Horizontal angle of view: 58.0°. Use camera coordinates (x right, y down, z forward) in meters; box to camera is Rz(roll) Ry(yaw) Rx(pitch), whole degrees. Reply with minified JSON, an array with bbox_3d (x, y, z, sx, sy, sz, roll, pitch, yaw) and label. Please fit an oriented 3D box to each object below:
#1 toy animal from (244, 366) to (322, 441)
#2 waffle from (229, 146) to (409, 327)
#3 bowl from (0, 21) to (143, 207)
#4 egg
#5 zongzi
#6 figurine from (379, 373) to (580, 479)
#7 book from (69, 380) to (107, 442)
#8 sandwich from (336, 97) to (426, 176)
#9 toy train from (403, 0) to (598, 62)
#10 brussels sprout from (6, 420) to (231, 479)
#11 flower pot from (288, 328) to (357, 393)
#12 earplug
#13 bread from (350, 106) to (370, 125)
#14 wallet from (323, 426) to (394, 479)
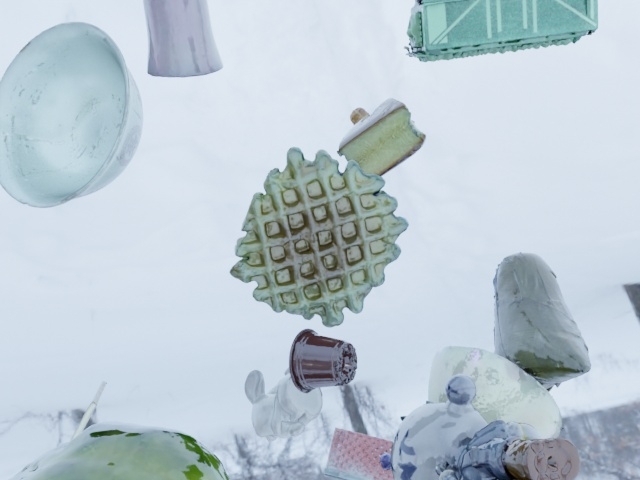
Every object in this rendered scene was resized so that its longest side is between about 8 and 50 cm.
[{"bbox_3d":[-0.095,0.404,1.453,0.127,0.179,0.193,20,142,-37],"label":"toy animal"},{"bbox_3d":[0.000,0.000,1.046,0.291,0.309,0.056,26,-173,-16],"label":"waffle"},{"bbox_3d":[-0.566,-0.274,1.387,0.434,0.435,0.196,-20,164,19],"label":"bowl"},{"bbox_3d":[0.377,0.421,1.344,0.201,0.337,0.337,-50,-178,-33],"label":"egg"},{"bbox_3d":[0.522,0.165,1.352,0.174,0.356,0.393,3,159,1],"label":"zongzi"},{"bbox_3d":[0.236,0.337,0.871,0.186,0.261,0.382,14,161,-17],"label":"figurine"},{"bbox_3d":[-0.546,0.413,1.345,0.016,0.139,0.198,28,174,-12],"label":"book"},{"bbox_3d":[0.149,-0.221,1.227,0.122,0.128,0.235,45,147,-13],"label":"sandwich"},{"bbox_3d":[0.231,-0.325,0.758,0.269,0.155,0.115,-7,-161,1],"label":"toy train"},{"bbox_3d":[-0.171,0.248,0.427,0.271,0.210,0.219,-15,-173,35],"label":"brussels sprout"},{"bbox_3d":[0.012,0.207,0.988,0.089,0.111,0.111,-4,166,32],"label":"flower pot"},{"bbox_3d":[-0.311,-0.520,1.242,0.172,0.172,0.302,-8,120,-11],"label":"earplug"},{"bbox_3d":[0.138,-0.310,1.621,0.044,0.052,0.157,12,156,49],"label":"bread"},{"bbox_3d":[0.112,0.439,1.144,0.196,0.103,0.020,11,137,7],"label":"wallet"}]
